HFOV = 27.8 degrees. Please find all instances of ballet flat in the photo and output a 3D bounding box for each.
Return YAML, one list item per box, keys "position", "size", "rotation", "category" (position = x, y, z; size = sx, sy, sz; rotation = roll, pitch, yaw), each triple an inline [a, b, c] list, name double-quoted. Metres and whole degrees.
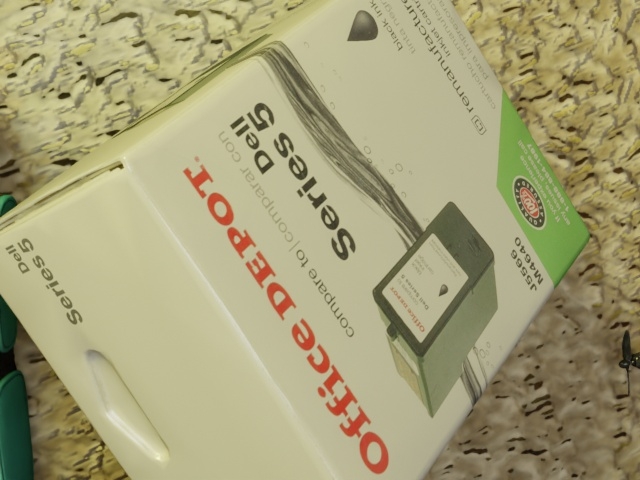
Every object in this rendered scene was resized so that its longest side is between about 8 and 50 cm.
- position: [-0.185, 0.066, 0.667]
  size: [0.070, 0.070, 0.189]
  rotation: [-2, 91, -21]
  category: "ballet flat"

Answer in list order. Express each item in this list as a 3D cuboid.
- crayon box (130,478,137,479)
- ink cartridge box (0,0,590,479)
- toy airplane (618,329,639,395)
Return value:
- position: [-0.150, 0.283, 0.634]
  size: [0.323, 0.083, 0.203]
  rotation: [-50, 123, -13]
  category: "crayon box"
- position: [0.000, 0.000, 0.640]
  size: [0.198, 0.114, 0.273]
  rotation: [57, 42, -12]
  category: "ink cartridge box"
- position: [0.257, 0.063, 0.844]
  size: [0.151, 0.028, 0.151]
  rotation: [0, 91, -21]
  category: "toy airplane"
